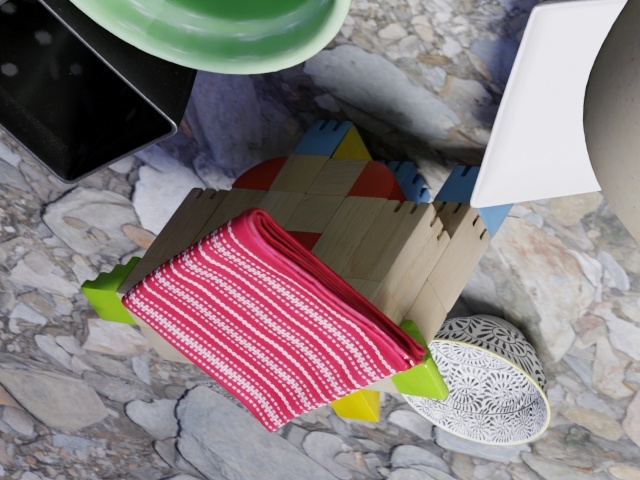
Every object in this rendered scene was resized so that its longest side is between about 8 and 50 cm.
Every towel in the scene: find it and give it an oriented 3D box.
[{"bbox_3d":[-0.049,0.076,1.680,0.199,0.031,0.275,41,148,-11],"label":"towel"}]

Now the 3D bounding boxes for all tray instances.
[{"bbox_3d":[0.216,-0.125,1.648,0.145,0.030,0.270,-7,146,-14],"label":"tray"}]

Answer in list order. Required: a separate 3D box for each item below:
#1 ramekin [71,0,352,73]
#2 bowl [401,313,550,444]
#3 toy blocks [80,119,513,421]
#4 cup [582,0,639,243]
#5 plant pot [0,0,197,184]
[{"bbox_3d":[-0.090,-0.294,1.570,0.303,0.148,0.303,17,144,13],"label":"ramekin"},{"bbox_3d":[0.167,0.129,2.000,0.170,0.080,0.170,17,143,13],"label":"bowl"},{"bbox_3d":[0.000,0.000,1.811,0.381,0.261,0.190,5,139,38],"label":"toy blocks"},{"bbox_3d":[0.363,-0.139,1.314,0.331,0.331,0.237,20,145,9],"label":"cup"},{"bbox_3d":[-0.214,-0.192,1.762,0.188,0.167,0.187,42,142,-22],"label":"plant pot"}]
